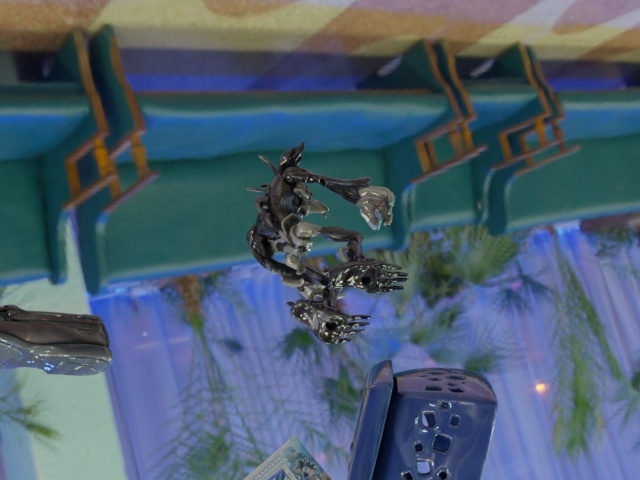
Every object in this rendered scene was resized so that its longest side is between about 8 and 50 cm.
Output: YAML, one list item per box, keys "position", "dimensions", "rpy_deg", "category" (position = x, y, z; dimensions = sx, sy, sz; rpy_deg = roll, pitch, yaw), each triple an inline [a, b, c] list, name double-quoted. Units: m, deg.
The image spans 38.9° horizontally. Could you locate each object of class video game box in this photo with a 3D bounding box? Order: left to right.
- position: [-0.056, 0.422, 1.322]
  dimensions: [0.205, 0.187, 0.048]
  rpy_deg: [-37, 174, -22]
  category: "video game box"

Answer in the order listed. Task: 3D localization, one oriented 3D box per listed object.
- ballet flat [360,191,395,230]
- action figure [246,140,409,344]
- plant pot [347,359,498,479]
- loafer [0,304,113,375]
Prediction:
- position: [0.078, -0.047, 1.299]
  dimensions: [0.041, 0.041, 0.114]
  rpy_deg: [-13, 165, -12]
  category: "ballet flat"
- position: [0.000, 0.000, 1.044]
  dimensions: [0.140, 0.276, 0.164]
  rpy_deg: [17, 116, -30]
  category: "action figure"
- position: [0.164, 0.333, 1.533]
  dimensions: [0.212, 0.236, 0.236]
  rpy_deg: [13, -175, 2]
  category: "plant pot"
- position: [-0.468, 0.145, 1.412]
  dimensions: [0.302, 0.095, 0.109]
  rpy_deg: [16, 140, -39]
  category: "loafer"
